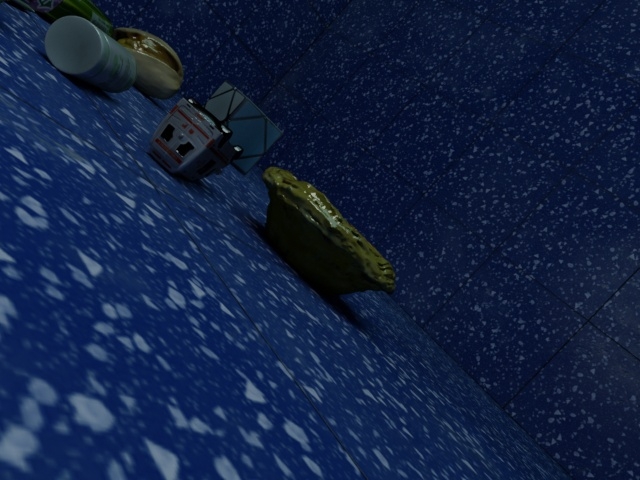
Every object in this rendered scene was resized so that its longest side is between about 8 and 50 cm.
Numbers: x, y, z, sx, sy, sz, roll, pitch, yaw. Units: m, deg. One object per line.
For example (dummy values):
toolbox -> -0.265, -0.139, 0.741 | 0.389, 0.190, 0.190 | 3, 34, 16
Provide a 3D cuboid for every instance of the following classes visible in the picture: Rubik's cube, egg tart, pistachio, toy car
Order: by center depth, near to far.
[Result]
toy car -> -0.200, -0.151, 0.882 | 0.089, 0.108, 0.210 | 41, -1, 0
egg tart -> 0.001, 0.001, 1.038 | 0.341, 0.132, 0.341 | 44, 3, -2
pistachio -> -0.480, -0.488, 1.496 | 0.229, 0.157, 0.157 | 32, 9, -41
Rubik's cube -> -0.293, -0.391, 1.874 | 0.205, 0.205, 0.207 | 40, 3, -42

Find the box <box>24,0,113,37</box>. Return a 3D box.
box -> -0.613, -0.566, 1.299 | 0.134, 0.097, 0.345 | 51, 2, -10

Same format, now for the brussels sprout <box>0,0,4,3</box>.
brussels sprout -> -0.452, -0.434, 0.651 | 0.219, 0.210, 0.271 | 14, -37, 49

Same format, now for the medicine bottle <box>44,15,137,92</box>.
medicine bottle -> -0.364, -0.295, 0.878 | 0.086, 0.086, 0.183 | 43, 4, -6

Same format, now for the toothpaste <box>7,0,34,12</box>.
toothpaste -> -0.560, -0.442, 0.991 | 0.037, 0.021, 0.140 | 41, 2, -18
